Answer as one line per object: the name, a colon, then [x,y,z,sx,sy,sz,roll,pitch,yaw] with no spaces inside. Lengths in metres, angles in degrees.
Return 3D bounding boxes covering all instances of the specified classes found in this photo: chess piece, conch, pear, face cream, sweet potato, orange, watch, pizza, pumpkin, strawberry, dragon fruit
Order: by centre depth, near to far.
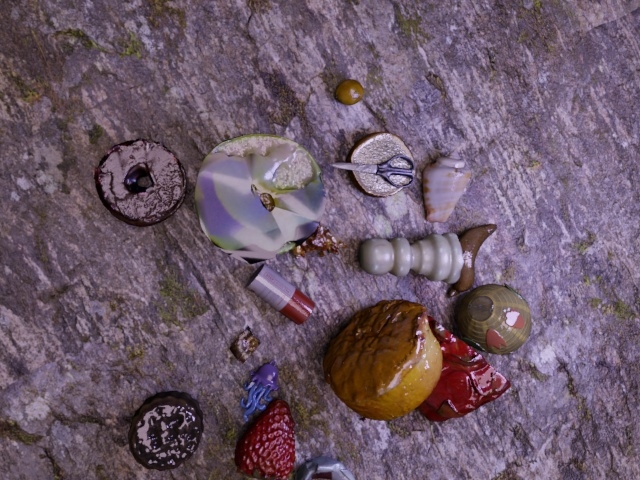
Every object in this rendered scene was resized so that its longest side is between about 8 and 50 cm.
pear: [-0.189,-0.132,1.525,0.398,0.165,0.399,0,92,-14]
strawberry: [-0.156,0.628,1.555,0.205,0.205,0.245,24,63,-13]
face cream: [-0.128,0.175,1.585,0.214,0.096,0.096,39,82,-12]
pumpkin: [-0.243,0.337,1.595,0.073,0.035,0.101,44,85,0]
pizza: [0.001,-0.001,1.625,0.193,0.069,0.154,12,88,-13]
orange: [0.094,-0.488,1.629,0.095,0.085,0.085,-22,97,-7]
watch: [0.027,0.851,1.629,0.253,0.161,0.241,20,74,-16]
chess piece: [0.291,0.057,1.655,0.330,0.182,0.183,1,91,-9]
dragon fruit: [0.424,0.448,1.665,0.286,0.228,0.329,-35,101,-9]
conch: [0.440,-0.189,1.701,0.158,0.127,0.255,4,91,-15]
sweet potato: [0.521,0.058,1.746,0.124,0.098,0.310,29,82,-35]

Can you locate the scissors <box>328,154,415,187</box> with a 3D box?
scissors: [0.170,-0.235,1.618,0.299,0.022,0.109,3,89,-12]

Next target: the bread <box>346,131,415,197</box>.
bread: [0.204,-0.256,1.670,0.236,0.070,0.236,-1,93,-13]

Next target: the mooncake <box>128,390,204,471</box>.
mooncake: [-0.467,0.579,1.498,0.228,0.124,0.228,0,90,-14]

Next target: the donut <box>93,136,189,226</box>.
donut: [-0.532,-0.172,1.472,0.269,0.103,0.270,0,89,-15]

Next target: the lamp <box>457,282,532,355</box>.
lamp: [0.609,0.283,1.712,0.284,0.250,0.250,36,82,-44]

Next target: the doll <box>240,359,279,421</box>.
doll: [-0.197,0.480,1.581,0.109,0.067,0.206,25,71,13]

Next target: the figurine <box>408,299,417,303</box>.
figurine: [0.318,0.254,1.718,0.086,0.082,0.094,31,58,3]

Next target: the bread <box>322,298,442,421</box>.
bread: [0.200,0.364,1.547,0.398,0.398,0.215,-40,112,-10]
